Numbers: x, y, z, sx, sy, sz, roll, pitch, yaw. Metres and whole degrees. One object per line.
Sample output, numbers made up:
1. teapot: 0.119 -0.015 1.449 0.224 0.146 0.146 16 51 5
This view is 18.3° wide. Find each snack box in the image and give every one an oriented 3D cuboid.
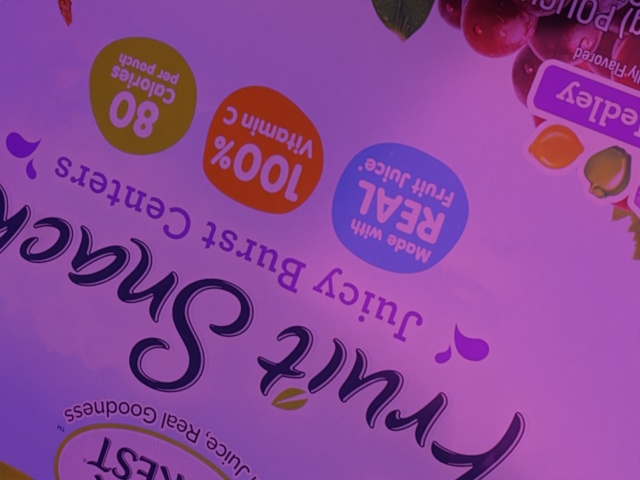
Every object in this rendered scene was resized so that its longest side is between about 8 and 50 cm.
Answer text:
1. snack box: 0.000 0.000 0.438 0.207 0.070 0.174 25 100 22
